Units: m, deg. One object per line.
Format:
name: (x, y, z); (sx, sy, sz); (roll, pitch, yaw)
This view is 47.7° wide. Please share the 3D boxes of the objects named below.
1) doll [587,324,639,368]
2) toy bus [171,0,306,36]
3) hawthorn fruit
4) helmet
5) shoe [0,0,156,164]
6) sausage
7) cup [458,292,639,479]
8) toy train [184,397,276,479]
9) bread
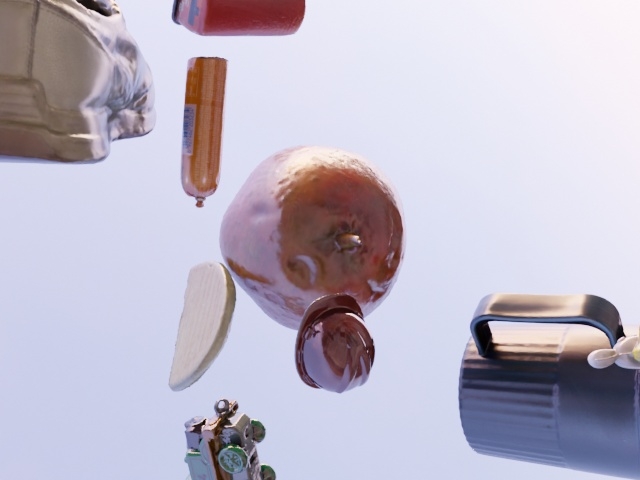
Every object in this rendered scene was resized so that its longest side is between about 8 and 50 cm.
doll: (0.417, 0.141, 0.907); (0.135, 0.113, 0.071); (5, -108, -40)
toy bus: (-0.144, -0.454, 1.393); (0.265, 0.121, 0.120); (-12, -137, -37)
hawthorn fruit: (0.000, 0.000, 1.019); (0.277, 0.298, 0.276); (-1, -85, -16)
helmet: (0.024, 0.115, 0.738); (0.089, 0.057, 0.111); (-15, -64, -26)
shoe: (-0.158, -0.106, 0.450); (0.103, 0.275, 0.098); (3, -77, -10)
sausage: (-0.084, -0.077, 0.518); (0.031, 0.031, 0.107); (-1, -81, -45)
cup: (0.383, 0.241, 1.162); (0.308, 0.292, 0.242); (36, -121, -49)
toy train: (-0.148, 0.342, 1.088); (0.091, 0.136, 0.227); (-48, -52, -65)
bread: (-0.150, 0.105, 0.989); (0.036, 0.112, 0.192); (28, -129, -34)
